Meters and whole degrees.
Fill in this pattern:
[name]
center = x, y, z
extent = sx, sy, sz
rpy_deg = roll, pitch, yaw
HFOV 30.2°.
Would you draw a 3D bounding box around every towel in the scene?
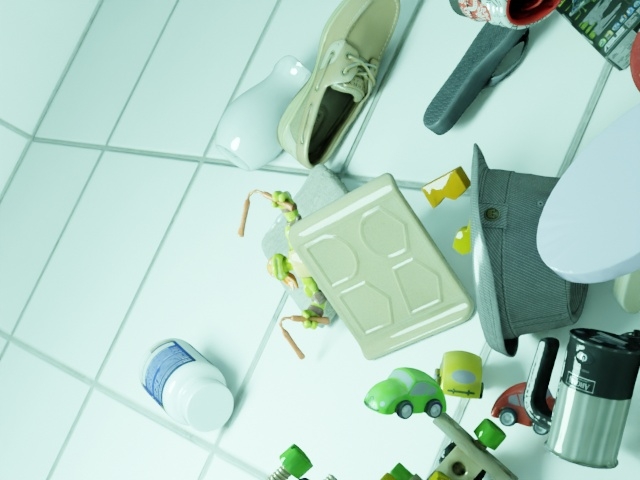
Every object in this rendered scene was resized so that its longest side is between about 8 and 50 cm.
[towel]
center = 0.000, 0.000, 1.923
extent = 0.187, 0.049, 0.282
rpy_deg = -54, 33, 10

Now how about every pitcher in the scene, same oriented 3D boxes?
[pitcher]
center = -0.107, -0.231, 2.203
extent = 0.207, 0.125, 0.178
rpy_deg = -55, 11, -12

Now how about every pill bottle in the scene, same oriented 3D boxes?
[pill bottle]
center = -0.220, 0.242, 1.968
extent = 0.112, 0.112, 0.186
rpy_deg = -60, 32, -1

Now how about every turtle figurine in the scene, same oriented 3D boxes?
[turtle figurine]
center = 0.007, 0.035, 1.780
extent = 0.217, 0.087, 0.270
rpy_deg = -13, 96, 22

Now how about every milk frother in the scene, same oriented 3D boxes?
[milk frother]
center = 0.314, 0.167, 1.320
extent = 0.129, 0.143, 0.135
rpy_deg = 30, 112, 60

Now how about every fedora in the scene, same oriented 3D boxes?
[fedora]
center = 0.261, 0.007, 1.452
extent = 0.124, 0.244, 0.275
rpy_deg = -6, 45, 17

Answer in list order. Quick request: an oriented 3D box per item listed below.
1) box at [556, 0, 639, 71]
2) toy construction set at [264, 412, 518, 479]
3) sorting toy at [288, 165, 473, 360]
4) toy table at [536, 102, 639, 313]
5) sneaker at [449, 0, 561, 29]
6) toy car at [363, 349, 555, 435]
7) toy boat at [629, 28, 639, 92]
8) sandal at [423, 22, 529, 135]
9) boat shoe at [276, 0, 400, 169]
[box]
center = 0.427, -0.351, 1.630
extent = 0.191, 0.045, 0.184
rpy_deg = -49, 32, 17
[toy construction set]
center = 0.146, 0.326, 1.346
extent = 0.237, 0.257, 0.309
rpy_deg = -44, 55, 2
[sorting toy]
center = 0.117, 0.021, 1.639
extent = 0.307, 0.229, 0.041
rpy_deg = -28, 6, 39
[toy table]
center = 0.390, -0.038, 1.309
extent = 0.274, 0.161, 0.252
rpy_deg = -36, 42, 24
[sneaker]
center = 0.326, -0.391, 1.699
extent = 0.270, 0.090, 0.145
rpy_deg = -35, 34, -14
[toy car]
center = 0.156, 0.176, 1.413
extent = 0.239, 0.225, 0.053
rpy_deg = 20, 105, 58
[toy boat]
center = 0.450, -0.219, 1.393
extent = 0.151, 0.151, 0.231
rpy_deg = -56, 33, 5
[sandal]
center = 0.252, -0.264, 1.796
extent = 0.254, 0.054, 0.097
rpy_deg = -51, 23, 18
[boat shoe]
center = 0.050, -0.278, 2.024
extent = 0.341, 0.121, 0.110
rpy_deg = -62, 36, 15
